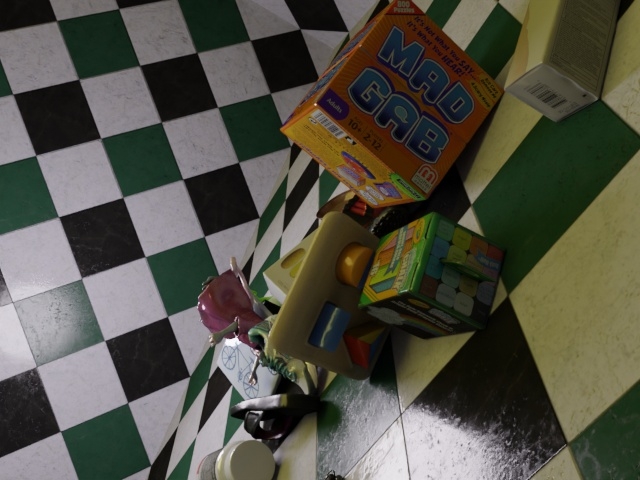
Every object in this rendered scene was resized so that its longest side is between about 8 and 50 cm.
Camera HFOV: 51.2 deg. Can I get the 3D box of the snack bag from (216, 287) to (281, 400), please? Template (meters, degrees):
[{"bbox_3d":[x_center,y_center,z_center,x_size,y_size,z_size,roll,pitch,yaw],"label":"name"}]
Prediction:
[{"bbox_3d":[-0.218,0.365,2.216,0.323,0.037,0.343,40,117,42],"label":"snack bag"}]

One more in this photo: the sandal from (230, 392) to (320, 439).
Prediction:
[{"bbox_3d":[-0.146,0.511,1.909,0.446,0.167,0.107,143,132,-59],"label":"sandal"}]

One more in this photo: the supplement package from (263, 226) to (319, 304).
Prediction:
[{"bbox_3d":[-0.027,0.093,1.971,0.244,0.139,0.134,-40,-29,-17],"label":"supplement package"}]

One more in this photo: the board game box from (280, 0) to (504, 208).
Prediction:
[{"bbox_3d":[0.171,-0.339,1.748,0.356,0.356,0.356,-54,13,-11],"label":"board game box"}]

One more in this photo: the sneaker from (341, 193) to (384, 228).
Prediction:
[{"bbox_3d":[0.150,-0.122,2.055,0.314,0.115,0.136,-58,-22,-29],"label":"sneaker"}]

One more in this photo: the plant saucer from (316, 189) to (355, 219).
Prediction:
[{"bbox_3d":[0.079,-0.118,2.294,0.198,0.036,0.199,-27,18,10],"label":"plant saucer"}]

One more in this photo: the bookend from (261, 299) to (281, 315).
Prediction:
[{"bbox_3d":[-0.151,0.307,2.245,0.072,0.156,0.157,-45,24,46],"label":"bookend"}]

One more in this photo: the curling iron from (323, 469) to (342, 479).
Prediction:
[{"bbox_3d":[0.014,0.617,1.416,0.068,0.035,0.274,-57,15,37],"label":"curling iron"}]

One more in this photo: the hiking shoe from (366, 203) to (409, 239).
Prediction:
[{"bbox_3d":[0.171,-0.041,1.890,0.227,0.086,0.114,-53,21,36],"label":"hiking shoe"}]

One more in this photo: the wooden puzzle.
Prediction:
[{"bbox_3d":[0.077,0.143,1.500,0.080,0.347,0.322,20,82,44],"label":"wooden puzzle"}]

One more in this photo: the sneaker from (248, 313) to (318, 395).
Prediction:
[{"bbox_3d":[-0.110,0.346,1.909,0.283,0.122,0.110,50,144,33],"label":"sneaker"}]

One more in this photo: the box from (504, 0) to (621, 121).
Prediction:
[{"bbox_3d":[0.492,-0.415,1.340,0.121,0.148,0.311,-32,33,64],"label":"box"}]

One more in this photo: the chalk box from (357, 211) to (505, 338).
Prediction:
[{"bbox_3d":[0.233,0.071,1.326,0.289,0.180,0.179,-29,37,62],"label":"chalk box"}]

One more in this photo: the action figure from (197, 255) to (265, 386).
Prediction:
[{"bbox_3d":[-0.222,0.271,2.111,0.276,0.370,0.248,-48,-34,-19],"label":"action figure"}]

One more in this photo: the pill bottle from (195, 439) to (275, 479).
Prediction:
[{"bbox_3d":[-0.249,0.676,1.948,0.283,0.161,0.161,-42,26,53],"label":"pill bottle"}]

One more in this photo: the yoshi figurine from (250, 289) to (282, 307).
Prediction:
[{"bbox_3d":[-0.166,0.226,2.409,0.203,0.203,0.362,6,67,57],"label":"yoshi figurine"}]
